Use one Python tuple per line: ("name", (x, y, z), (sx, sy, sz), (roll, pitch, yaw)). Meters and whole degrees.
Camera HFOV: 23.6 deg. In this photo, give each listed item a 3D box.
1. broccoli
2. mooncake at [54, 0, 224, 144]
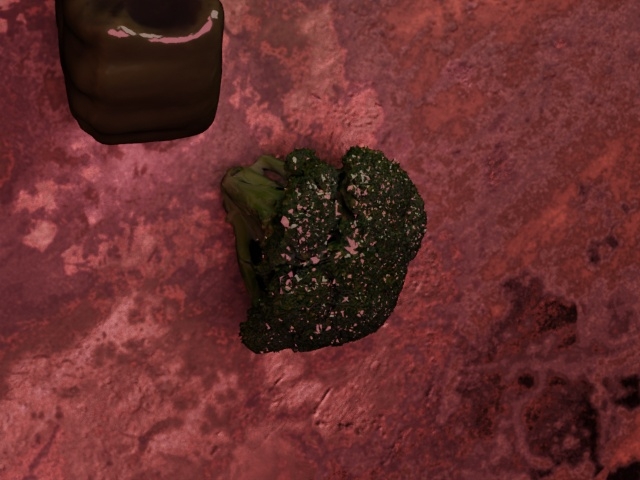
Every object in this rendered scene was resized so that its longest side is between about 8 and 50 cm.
("broccoli", (0.000, 0.000, 1.943), (0.308, 0.275, 0.308), (-33, 146, -26))
("mooncake", (-0.219, -0.287, 1.795), (0.187, 0.351, 0.351), (-8, 100, -10))
